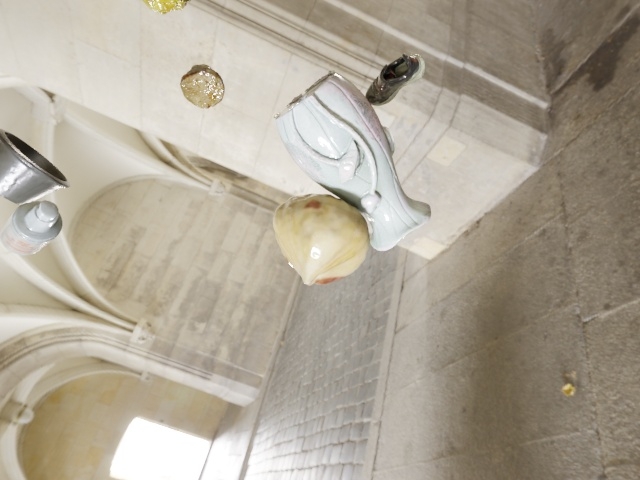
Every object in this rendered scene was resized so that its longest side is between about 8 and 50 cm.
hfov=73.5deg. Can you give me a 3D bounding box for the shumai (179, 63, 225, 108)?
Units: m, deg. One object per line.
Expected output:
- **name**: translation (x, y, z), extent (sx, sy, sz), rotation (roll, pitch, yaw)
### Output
- **shumai**: translation (-0.345, -0.473, 1.292), extent (0.139, 0.123, 0.105), rotation (2, 56, 51)

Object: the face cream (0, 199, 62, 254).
- **face cream**: translation (-0.655, -0.037, 0.987), extent (0.252, 0.101, 0.101), rotation (-17, 45, 43)

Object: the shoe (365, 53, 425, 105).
- **shoe**: translation (0.229, -0.534, 1.409), extent (0.228, 0.099, 0.112), rotation (-28, -12, 30)

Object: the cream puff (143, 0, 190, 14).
- **cream puff**: translation (-0.313, -0.540, 0.871), extent (0.146, 0.117, 0.146), rotation (-22, -64, -57)

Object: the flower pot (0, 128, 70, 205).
- **flower pot**: translation (-1.020, -0.228, 1.449), extent (0.166, 0.269, 0.269), rotation (-46, 6, -8)

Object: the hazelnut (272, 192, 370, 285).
- **hazelnut**: translation (0.000, 0.000, 1.072), extent (0.241, 0.261, 0.261), rotation (-58, 4, -23)

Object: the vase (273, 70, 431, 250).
- **vase**: translation (0.091, -0.185, 1.078), extent (0.250, 0.445, 0.250), rotation (-35, 19, 14)
